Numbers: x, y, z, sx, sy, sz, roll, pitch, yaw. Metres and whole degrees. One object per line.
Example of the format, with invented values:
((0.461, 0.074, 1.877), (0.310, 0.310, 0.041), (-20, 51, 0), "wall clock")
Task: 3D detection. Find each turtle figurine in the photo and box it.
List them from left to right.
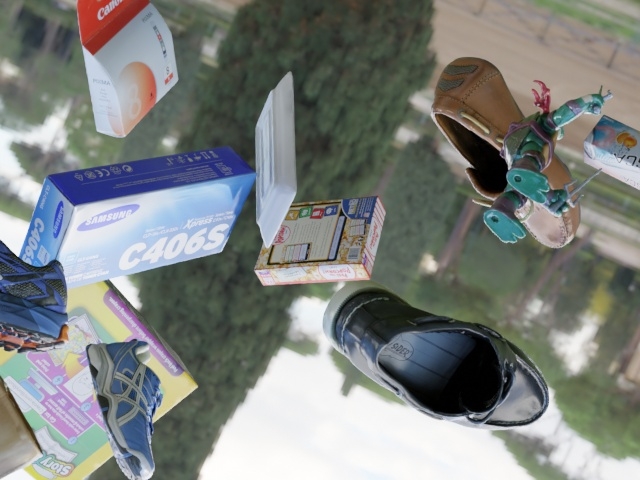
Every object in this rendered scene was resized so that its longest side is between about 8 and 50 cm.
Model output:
((0.285, -0.105, 1.608), (0.118, 0.175, 0.234), (19, -138, 20), "turtle figurine")

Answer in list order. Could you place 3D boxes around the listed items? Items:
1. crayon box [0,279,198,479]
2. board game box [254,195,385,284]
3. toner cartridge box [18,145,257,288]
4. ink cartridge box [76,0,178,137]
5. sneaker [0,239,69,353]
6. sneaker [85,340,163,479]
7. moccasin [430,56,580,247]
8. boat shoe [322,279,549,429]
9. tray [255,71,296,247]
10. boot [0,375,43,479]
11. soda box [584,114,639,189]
((-0.425, 0.220, 2.098), (0.106, 0.313, 0.363), (47, 174, 45), "crayon box")
((0.000, 0.000, 2.103), (0.193, 0.147, 0.045), (-3, 139, 24), "board game box")
((-0.262, -0.035, 1.856), (0.348, 0.165, 0.075), (-15, -130, -46), "toner cartridge box")
((-0.225, -0.235, 1.503), (0.045, 0.179, 0.145), (14, -140, 17), "ink cartridge box")
((-0.316, 0.030, 1.092), (0.221, 0.087, 0.083), (24, 149, -32), "sneaker")
((-0.231, 0.199, 1.551), (0.081, 0.080, 0.211), (-13, -131, -12), "sneaker")
((0.286, -0.109, 1.951), (0.139, 0.147, 0.380), (12, 151, 40), "moccasin")
((0.157, 0.151, 1.433), (0.340, 0.127, 0.113), (34, -177, -34), "boat shoe")
((-0.077, -0.134, 2.035), (0.030, 0.145, 0.270), (10, -131, -15), "tray")
((-0.420, 0.169, 1.141), (0.236, 0.269, 0.089), (56, 169, 16), "boot")
((0.480, -0.112, 1.863), (0.183, 0.058, 0.063), (29, 160, 25), "soda box")
